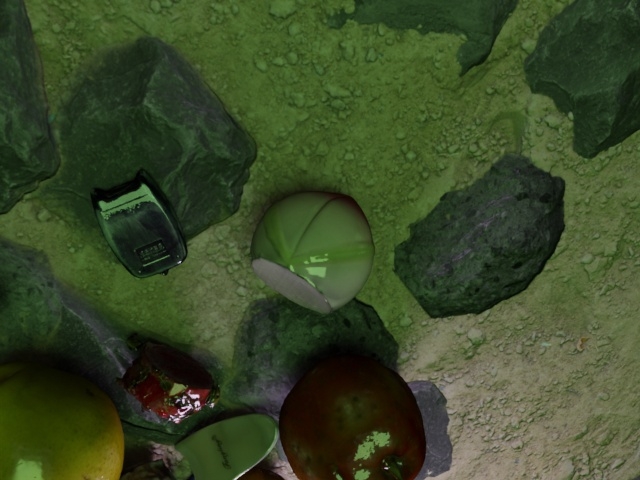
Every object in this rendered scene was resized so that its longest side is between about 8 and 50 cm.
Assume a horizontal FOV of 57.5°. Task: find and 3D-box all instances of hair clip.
[{"bbox_3d":[-0.245,0.572,1.592,0.282,0.113,0.172,-22,69,-14],"label":"hair clip"}]

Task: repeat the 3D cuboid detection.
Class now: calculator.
[{"bbox_3d":[-0.434,-0.026,1.416,0.177,0.040,0.268,-23,116,-2],"label":"calculator"}]

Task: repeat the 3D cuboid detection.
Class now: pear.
[{"bbox_3d":[-0.653,0.485,1.365,0.363,0.362,0.418,-24,107,-4],"label":"pear"}]

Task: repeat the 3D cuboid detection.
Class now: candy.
[{"bbox_3d":[-0.520,0.696,1.546,0.290,0.214,0.157,-38,72,0],"label":"candy"}]

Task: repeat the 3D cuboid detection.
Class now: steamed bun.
[{"bbox_3d":[0.000,0.000,1.399,0.310,0.309,0.309,-4,109,-11],"label":"steamed bun"}]

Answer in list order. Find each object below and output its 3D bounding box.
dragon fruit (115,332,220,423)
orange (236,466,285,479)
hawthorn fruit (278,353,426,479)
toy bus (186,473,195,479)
[{"bbox_3d":[-0.394,0.365,1.475,0.282,0.211,0.147,29,94,7],"label":"dragon fruit"},{"bbox_3d":[-0.190,0.752,1.653,0.240,0.171,0.240,-2,106,-8],"label":"orange"},{"bbox_3d":[0.103,0.513,1.525,0.403,0.403,0.402,-4,109,-11],"label":"hawthorn fruit"},{"bbox_3d":[-0.368,0.712,1.668,0.153,0.051,0.061,-44,99,5],"label":"toy bus"}]
